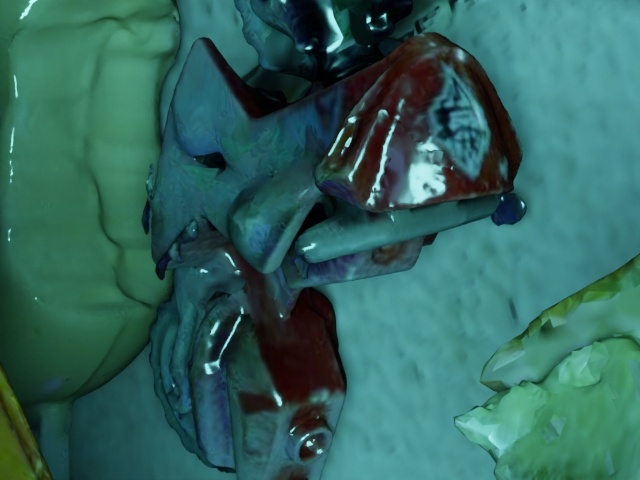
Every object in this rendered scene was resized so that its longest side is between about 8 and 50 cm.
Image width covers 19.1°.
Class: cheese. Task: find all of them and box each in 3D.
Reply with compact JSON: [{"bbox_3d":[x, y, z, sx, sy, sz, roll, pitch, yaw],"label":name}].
[{"bbox_3d":[-0.111,0.019,0.699,0.163,0.082,0.286,-4,90,49],"label":"cheese"}]

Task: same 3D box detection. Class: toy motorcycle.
[{"bbox_3d":[0.001,0.000,0.588,0.122,0.082,0.213,49,135,41],"label":"toy motorcycle"}]

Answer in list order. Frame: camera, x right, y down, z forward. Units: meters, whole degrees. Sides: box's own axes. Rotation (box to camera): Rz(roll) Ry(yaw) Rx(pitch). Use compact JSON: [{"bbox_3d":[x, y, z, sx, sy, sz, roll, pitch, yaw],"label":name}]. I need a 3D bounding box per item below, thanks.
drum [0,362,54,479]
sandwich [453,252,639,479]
[{"bbox_3d":[-0.250,0.058,0.490,0.431,0.214,0.431,39,147,31],"label":"drum"},{"bbox_3d":[0.166,0.040,0.334,0.227,0.198,0.155,-36,65,40],"label":"sandwich"}]
